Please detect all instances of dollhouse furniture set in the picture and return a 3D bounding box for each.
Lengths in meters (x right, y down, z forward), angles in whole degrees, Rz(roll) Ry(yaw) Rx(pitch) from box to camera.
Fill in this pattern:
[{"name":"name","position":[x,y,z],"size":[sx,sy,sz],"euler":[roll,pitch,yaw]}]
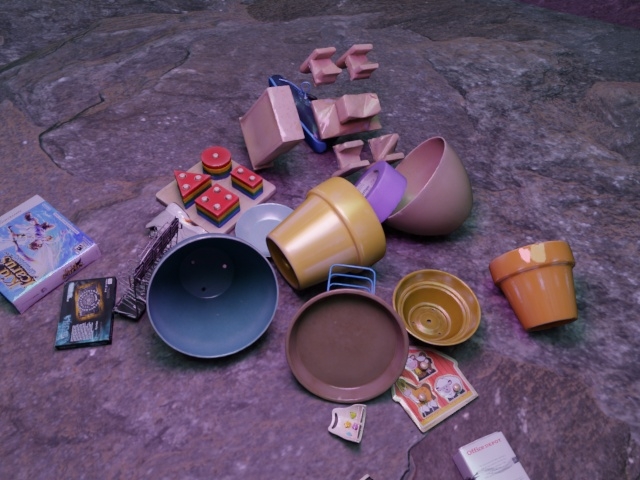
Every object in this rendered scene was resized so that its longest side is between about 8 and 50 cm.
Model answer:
[{"name":"dollhouse furniture set","position":[-0.008,-0.358,1.572],"size":[0.395,0.257,0.361],"euler":[-16,89,-28]}]

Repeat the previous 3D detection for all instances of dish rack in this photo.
[{"name":"dish rack","position":[-0.414,0.062,1.242],"size":[0.074,0.271,0.208],"euler":[26,54,-1]}]

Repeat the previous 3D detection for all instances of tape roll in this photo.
[{"name":"tape roll","position":[0.150,-0.126,1.451],"size":[0.080,0.189,0.188],"euler":[35,51,-17]}]

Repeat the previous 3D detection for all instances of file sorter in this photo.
[{"name":"file sorter","position":[0.067,0.150,1.263],"size":[0.118,0.170,0.104],"euler":[7,50,1]}]

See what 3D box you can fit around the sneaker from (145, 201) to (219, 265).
[{"name":"sneaker","position":[-0.371,0.009,1.399],"size":[0.121,0.099,0.262],"euler":[-40,56,-21]}]

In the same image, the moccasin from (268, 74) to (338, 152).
[{"name":"moccasin","position":[-0.053,-0.438,1.750],"size":[0.117,0.137,0.341],"euler":[-32,73,-10]}]

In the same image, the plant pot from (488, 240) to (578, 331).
[{"name":"plant pot","position":[0.558,0.126,1.315],"size":[0.205,0.205,0.187],"euler":[-7,68,-9]}]

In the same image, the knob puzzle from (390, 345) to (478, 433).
[{"name":"knob puzzle","position":[0.250,0.327,1.226],"size":[0.214,0.029,0.213],"euler":[2,52,-2]}]

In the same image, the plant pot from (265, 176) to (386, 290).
[{"name":"plant pot","position":[0.000,0.000,1.334],"size":[0.239,0.254,0.254],"euler":[-32,60,-17]}]

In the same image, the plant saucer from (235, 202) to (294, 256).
[{"name":"plant saucer","position":[-0.143,-0.023,1.466],"size":[0.195,0.037,0.194],"euler":[2,53,-2]}]

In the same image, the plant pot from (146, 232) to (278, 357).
[{"name":"plant pot","position":[-0.262,0.106,1.238],"size":[0.291,0.289,0.195],"euler":[-13,18,-14]}]

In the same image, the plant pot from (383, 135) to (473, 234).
[{"name":"plant pot","position":[0.316,-0.123,1.463],"size":[0.191,0.284,0.284],"euler":[35,51,-17]}]

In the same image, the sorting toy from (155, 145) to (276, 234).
[{"name":"sorting toy","position":[-0.310,-0.161,1.529],"size":[0.256,0.089,0.257],"euler":[32,57,20]}]

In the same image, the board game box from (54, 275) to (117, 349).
[{"name":"board game box","position":[-0.579,0.177,1.284],"size":[0.126,0.026,0.186],"euler":[-5,53,-8]}]

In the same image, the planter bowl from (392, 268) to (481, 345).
[{"name":"planter bowl","position":[0.282,0.186,1.300],"size":[0.218,0.090,0.217],"euler":[2,51,-3]}]

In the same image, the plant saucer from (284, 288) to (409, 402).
[{"name":"plant saucer","position":[0.059,0.236,1.170],"size":[0.278,0.277,0.041],"euler":[8,14,2]}]

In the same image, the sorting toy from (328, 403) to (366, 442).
[{"name":"sorting toy","position":[0.058,0.405,1.146],"size":[0.075,0.044,0.083],"euler":[9,52,12]}]

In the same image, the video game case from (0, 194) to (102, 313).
[{"name":"video game case","position":[-0.771,0.026,1.367],"size":[0.270,0.061,0.244],"euler":[34,58,20]}]

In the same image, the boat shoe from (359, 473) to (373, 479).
[{"name":"boat shoe","position":[0.062,0.530,1.041],"size":[0.133,0.048,0.042],"euler":[-28,51,-28]}]

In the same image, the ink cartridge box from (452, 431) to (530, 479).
[{"name":"ink cartridge box","position":[0.365,0.496,1.081],"size":[0.109,0.063,0.150],"euler":[-16,54,-16]}]
